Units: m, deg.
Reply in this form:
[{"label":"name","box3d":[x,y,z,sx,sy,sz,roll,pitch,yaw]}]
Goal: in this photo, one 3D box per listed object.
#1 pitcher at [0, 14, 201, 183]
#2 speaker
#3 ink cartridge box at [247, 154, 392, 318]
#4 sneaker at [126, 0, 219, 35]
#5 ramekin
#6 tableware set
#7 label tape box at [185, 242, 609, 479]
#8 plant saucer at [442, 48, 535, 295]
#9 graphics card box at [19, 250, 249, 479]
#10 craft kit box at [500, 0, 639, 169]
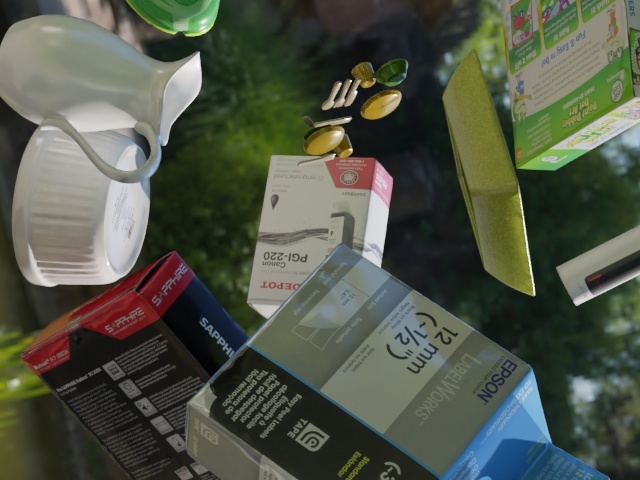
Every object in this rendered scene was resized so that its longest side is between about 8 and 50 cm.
[{"label":"pitcher","box3d":[-0.253,-0.154,1.675,0.125,0.207,0.177,95,12,-57]},{"label":"speaker","box3d":[0.358,0.026,1.866,0.055,0.136,0.055,59,11,-19]},{"label":"ink cartridge box","box3d":[0.000,0.000,2.083,0.092,0.159,0.217,42,53,-65]},{"label":"sneaker","box3d":[-0.128,-0.321,1.301,0.123,0.110,0.295,-152,-121,-70]},{"label":"ramekin","box3d":[-0.284,-0.043,1.865,0.207,0.109,0.207,6,90,-79]},{"label":"tableware set","box3d":[0.034,-0.138,1.622,0.024,0.104,0.154,63,-29,25]},{"label":"label tape box","box3d":[0.081,0.192,1.473,0.348,0.249,0.115,32,-34,20]},{"label":"plant saucer","box3d":[0.164,-0.062,1.534,0.188,0.045,0.188,72,6,-52]},{"label":"graphics card box","box3d":[-0.140,0.207,1.752,0.371,0.233,0.094,51,41,-12]},{"label":"craft kit box","box3d":[0.270,-0.224,1.597,0.250,0.061,0.246,147,-55,-66]}]
